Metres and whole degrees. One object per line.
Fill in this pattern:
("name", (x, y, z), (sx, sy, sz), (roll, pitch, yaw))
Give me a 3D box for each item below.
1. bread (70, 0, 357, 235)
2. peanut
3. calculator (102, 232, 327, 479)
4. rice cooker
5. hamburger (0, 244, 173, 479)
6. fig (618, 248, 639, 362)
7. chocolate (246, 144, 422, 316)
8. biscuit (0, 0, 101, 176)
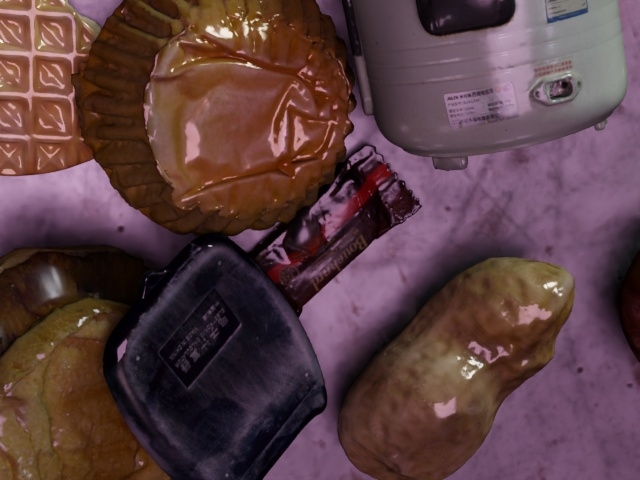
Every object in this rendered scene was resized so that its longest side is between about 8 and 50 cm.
("bread", (-0.072, -0.113, 1.208), (0.240, 0.139, 0.239), (-4, 99, -25))
("peanut", (0.122, 0.113, 1.303), (0.122, 0.137, 0.253), (41, 91, -17))
("calculator", (-0.084, 0.112, 1.239), (0.177, 0.040, 0.268), (-52, 134, -20))
("rice cooker", (0.128, -0.193, 1.196), (0.226, 0.226, 0.244), (-11, 106, -7))
("hamburger", (-0.219, 0.142, 1.227), (0.134, 0.265, 0.284), (24, 101, 31))
("fig", (0.360, 0.064, 1.295), (0.175, 0.207, 0.175), (-5, 107, -16))
("chocolate", (0.000, 0.000, 1.312), (0.182, 0.028, 0.086), (-40, 108, -1))
("biscuit", (-0.300, -0.179, 1.216), (0.205, 0.040, 0.309), (-28, 105, -2))
